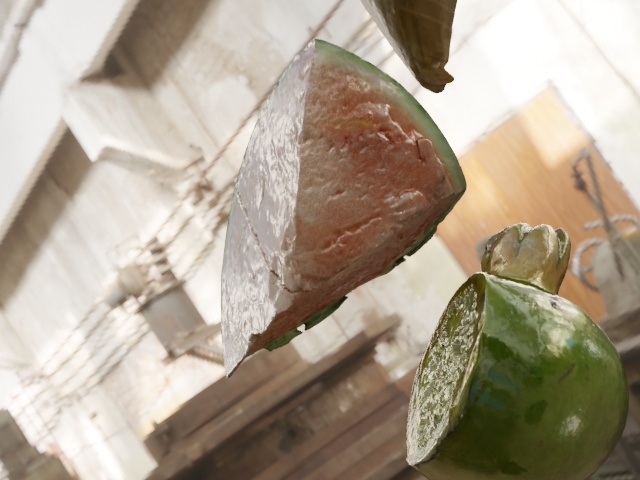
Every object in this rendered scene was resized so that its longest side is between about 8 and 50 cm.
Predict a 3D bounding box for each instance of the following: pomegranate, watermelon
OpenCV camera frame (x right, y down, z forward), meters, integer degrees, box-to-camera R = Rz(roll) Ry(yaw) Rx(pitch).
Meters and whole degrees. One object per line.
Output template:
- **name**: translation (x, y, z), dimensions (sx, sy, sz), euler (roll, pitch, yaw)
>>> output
- **pomegranate**: translation (0.174, 0.114, 0.871), dimensions (0.241, 0.159, 0.190), euler (-82, 12, -56)
- **watermelon**: translation (0.026, -0.015, 1.168), dimensions (0.222, 0.319, 0.292), euler (7, -20, -17)

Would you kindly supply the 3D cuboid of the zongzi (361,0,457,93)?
- **zongzi**: translation (-0.037, -0.226, 0.497), dimensions (0.286, 0.288, 0.134), euler (11, 19, 32)
